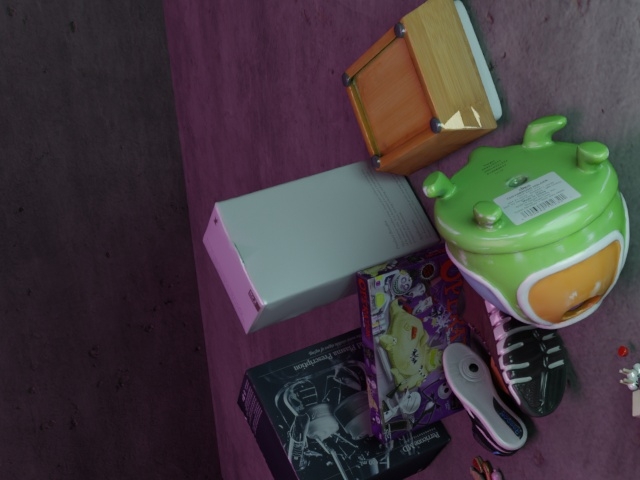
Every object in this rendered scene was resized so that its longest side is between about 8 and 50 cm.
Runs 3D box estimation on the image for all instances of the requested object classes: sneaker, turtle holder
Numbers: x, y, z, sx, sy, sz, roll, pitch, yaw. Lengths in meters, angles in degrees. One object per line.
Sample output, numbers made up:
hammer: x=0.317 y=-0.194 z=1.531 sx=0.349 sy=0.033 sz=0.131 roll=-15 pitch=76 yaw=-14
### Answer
sneaker: x=0.282 y=0.299 z=1.503 sx=0.217 sy=0.079 sz=0.121 roll=58 pitch=163 yaw=25
turtle holder: x=0.269 y=-0.015 z=1.132 sx=0.320 sy=0.243 sz=0.227 roll=14 pitch=136 yaw=53
sneaker: x=0.305 y=0.160 z=1.367 sx=0.162 sy=0.106 sz=0.281 roll=121 pitch=138 yaw=-67

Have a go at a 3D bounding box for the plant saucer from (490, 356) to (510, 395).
plant saucer: x=0.327 y=0.236 z=1.458 sx=0.083 sy=0.013 sz=0.084 roll=47 pitch=147 yaw=44

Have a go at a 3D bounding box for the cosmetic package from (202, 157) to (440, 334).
cosmetic package: x=0.000 y=0.000 z=1.547 sx=0.217 sy=0.384 sz=0.156 roll=65 pitch=156 yaw=18

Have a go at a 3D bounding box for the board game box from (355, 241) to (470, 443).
board game box: x=0.178 y=0.188 z=1.512 sx=0.056 sy=0.208 sz=0.347 roll=30 pitch=134 yaw=53

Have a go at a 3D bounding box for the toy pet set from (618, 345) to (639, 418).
toy pet set: x=0.461 y=0.186 z=1.098 sx=0.122 sy=0.065 sz=0.114 roll=132 pitch=152 yaw=-61

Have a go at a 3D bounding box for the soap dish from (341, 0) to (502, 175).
soap dish: x=0.155 y=-0.244 z=1.368 sx=0.291 sy=0.118 sz=0.229 roll=-26 pitch=82 yaw=65

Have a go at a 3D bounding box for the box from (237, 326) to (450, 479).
box: x=0.043 y=0.389 z=1.785 sx=0.313 sy=0.343 sz=0.179 roll=60 pitch=153 yaw=25

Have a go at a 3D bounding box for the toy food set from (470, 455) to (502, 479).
toy food set: x=0.331 y=0.466 z=1.609 sx=0.122 sy=0.019 sz=0.078 roll=-127 pitch=29 yaw=-53
